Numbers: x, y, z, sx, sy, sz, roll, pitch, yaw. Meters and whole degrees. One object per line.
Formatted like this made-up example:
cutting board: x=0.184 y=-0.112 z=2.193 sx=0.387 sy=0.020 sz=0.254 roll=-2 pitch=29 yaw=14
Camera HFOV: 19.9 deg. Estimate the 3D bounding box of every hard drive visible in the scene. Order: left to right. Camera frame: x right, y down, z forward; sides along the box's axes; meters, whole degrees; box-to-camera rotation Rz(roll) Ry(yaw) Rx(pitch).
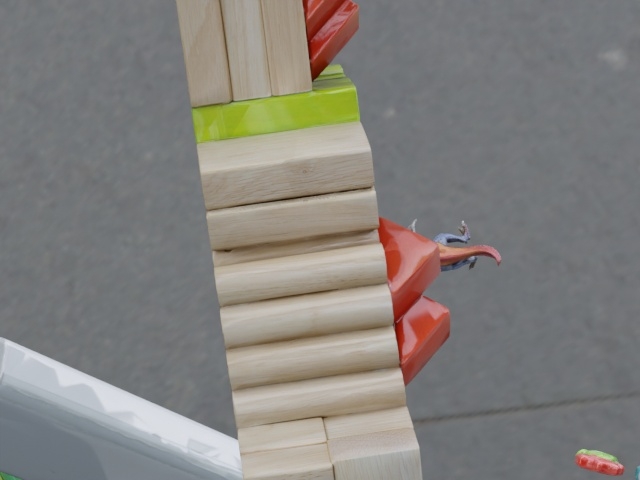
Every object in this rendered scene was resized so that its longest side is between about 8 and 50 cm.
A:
hard drive: x=-0.180 y=0.142 z=1.316 sx=0.307 sy=0.203 sz=0.040 roll=29 pitch=62 yaw=-44

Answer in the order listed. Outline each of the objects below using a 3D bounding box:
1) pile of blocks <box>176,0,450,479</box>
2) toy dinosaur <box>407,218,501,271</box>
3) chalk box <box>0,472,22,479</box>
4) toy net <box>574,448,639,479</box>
pile of blocks: x=0.000 y=0.000 z=0.922 sx=0.113 sy=0.149 sz=0.362 roll=-8 pitch=80 yaw=-3
toy dinosaur: x=0.082 y=0.006 z=1.437 sx=0.082 sy=0.090 sz=0.047 roll=-8 pitch=89 yaw=-29
chalk box: x=-0.347 y=0.202 z=1.507 sx=0.180 sy=0.179 sz=0.289 roll=-40 pitch=117 yaw=-39
toy net: x=0.261 y=0.168 z=1.380 sx=0.122 sy=0.232 sz=0.045 roll=14 pitch=88 yaw=4
